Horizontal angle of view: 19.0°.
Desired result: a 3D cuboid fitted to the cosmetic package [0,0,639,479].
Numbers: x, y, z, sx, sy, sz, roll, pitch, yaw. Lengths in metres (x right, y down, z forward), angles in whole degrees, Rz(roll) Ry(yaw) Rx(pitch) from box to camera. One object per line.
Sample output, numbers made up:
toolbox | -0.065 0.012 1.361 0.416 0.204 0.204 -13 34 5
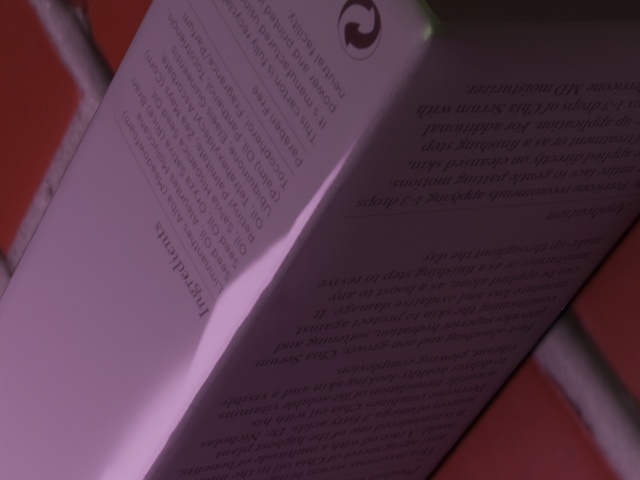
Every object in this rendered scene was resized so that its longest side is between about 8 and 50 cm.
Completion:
cosmetic package | 0.000 0.000 0.983 0.161 0.230 0.453 59 134 29
